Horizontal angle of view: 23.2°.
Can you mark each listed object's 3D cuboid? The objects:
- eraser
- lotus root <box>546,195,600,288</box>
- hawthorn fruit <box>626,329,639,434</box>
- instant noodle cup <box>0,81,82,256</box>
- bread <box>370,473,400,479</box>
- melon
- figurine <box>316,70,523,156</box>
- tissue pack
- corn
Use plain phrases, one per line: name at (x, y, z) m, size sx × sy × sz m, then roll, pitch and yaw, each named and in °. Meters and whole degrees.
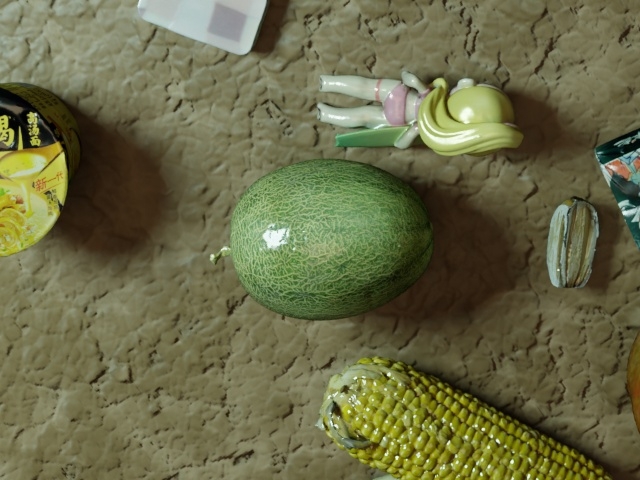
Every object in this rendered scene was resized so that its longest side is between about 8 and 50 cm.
eraser at (-0.100, -0.206, 1.344) m, size 0.105 × 0.026 × 0.065 m, roll 22°, pitch 110°, yaw 1°
lotus root at (0.220, 0.000, 1.359) m, size 0.037 × 0.030 × 0.083 m, roll -4°, pitch 112°, yaw -24°
hawthorn fruit at (0.375, 0.157, 1.297) m, size 0.210 × 0.210 × 0.262 m, roll -24°, pitch 109°, yaw 13°
instant noodle cup at (-0.275, -0.072, 1.356) m, size 0.151 × 0.122 × 0.151 m, roll 3°, pitch 107°, yaw 9°
bread at (0.015, 0.284, 1.456) m, size 0.214 × 0.053 × 0.073 m, roll -37°, pitch 95°, yaw 16°
melon at (0.000, 0.000, 1.331) m, size 0.192 × 0.139 × 0.139 m, roll -7°, pitch 105°, yaw 5°
figurine at (0.083, -0.106, 1.328) m, size 0.187 × 0.083 × 0.083 m, roll 11°, pitch 107°, yaw 14°
tissue pack at (0.326, -0.064, 1.295) m, size 0.170 × 0.090 × 0.103 m, roll -26°, pitch 98°, yaw 13°
corn at (0.138, 0.191, 1.390) m, size 0.293 × 0.106 × 0.106 m, roll 23°, pitch 108°, yaw -1°
